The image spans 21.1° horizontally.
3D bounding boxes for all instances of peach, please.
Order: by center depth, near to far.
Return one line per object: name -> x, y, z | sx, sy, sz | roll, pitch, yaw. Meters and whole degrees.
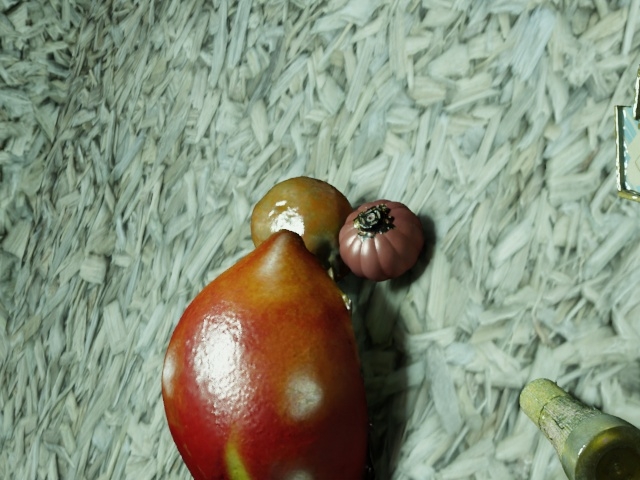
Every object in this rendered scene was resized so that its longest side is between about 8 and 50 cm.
peach -> -0.080, 0.165, 2.060 | 0.258, 0.201, 0.361 | -20, 75, 62

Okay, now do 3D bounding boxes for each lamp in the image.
lamp -> 0.075, 0.000, 2.110 | 0.107, 0.092, 0.107 | -13, 49, 15

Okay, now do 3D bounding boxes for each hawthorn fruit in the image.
hawthorn fruit -> -0.001, 0.002, 2.220 | 0.189, 0.149, 0.149 | 35, 104, 30

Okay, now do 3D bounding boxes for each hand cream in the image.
hand cream -> 0.250, 0.189, 1.686 | 0.084, 0.084, 0.203 | -65, 20, 6

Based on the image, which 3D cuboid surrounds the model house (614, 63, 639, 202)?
model house -> 0.361, -0.108, 1.562 | 0.206, 0.178, 0.271 | -61, 41, 42
